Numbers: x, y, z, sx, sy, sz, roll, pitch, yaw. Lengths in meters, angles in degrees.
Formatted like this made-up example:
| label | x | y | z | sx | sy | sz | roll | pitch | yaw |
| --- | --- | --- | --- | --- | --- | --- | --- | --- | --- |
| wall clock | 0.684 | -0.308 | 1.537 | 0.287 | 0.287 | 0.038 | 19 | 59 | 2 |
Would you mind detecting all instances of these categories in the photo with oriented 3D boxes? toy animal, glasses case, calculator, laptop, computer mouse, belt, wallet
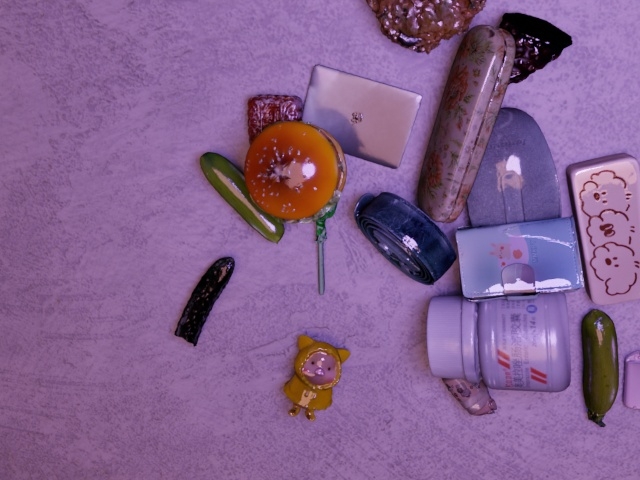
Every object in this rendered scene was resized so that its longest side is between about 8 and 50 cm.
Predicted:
| label | x | y | z | sx | sy | sz | roll | pitch | yaw |
| --- | --- | --- | --- | --- | --- | --- | --- | --- | --- |
| toy animal | -0.019 | 0.383 | 1.535 | 0.156 | 0.156 | 0.229 | 21 | 101 | 5 |
| glasses case | 0.664 | -0.022 | 1.280 | 0.144 | 0.076 | 0.336 | -13 | 105 | 16 |
| calculator | 0.811 | 0.353 | 1.395 | 0.100 | 0.032 | 0.174 | -2 | 108 | 13 |
| laptop | 0.089 | -0.296 | 1.346 | 0.269 | 0.015 | 0.187 | 18 | 111 | 6 |
| computer mouse | 0.433 | -0.112 | 1.280 | 0.203 | 0.114 | 0.373 | -11 | 106 | 15 |
| belt | 0.195 | -0.014 | 1.317 | 0.267 | 0.206 | 0.116 | 43 | 78 | 1 |
| glasses case | 0.303 | -0.239 | 1.204 | 0.098 | 0.156 | 0.425 | 6 | 116 | -14 |
| wallet | 0.432 | 0.043 | 1.229 | 0.251 | 0.075 | 0.176 | -6 | 77 | 15 |

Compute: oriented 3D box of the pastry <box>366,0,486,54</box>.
| label | x | y | z | sx | sy | sz | roll | pitch | yaw |
| --- | --- | --- | --- | --- | --- | --- | --- | --- | --- |
| pastry | 0.213 | -0.528 | 1.148 | 0.275 | 0.193 | 0.274 | 4 | 110 | 10 |

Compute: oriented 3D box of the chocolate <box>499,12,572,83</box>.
| label | x | y | z | sx | sy | sz | roll | pitch | yaw |
| --- | --- | --- | --- | --- | --- | --- | --- | --- | --- |
| chocolate | 0.427 | -0.395 | 1.195 | 0.156 | 0.156 | 0.133 | 24 | 133 | 3 |

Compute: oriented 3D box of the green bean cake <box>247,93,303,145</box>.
| label | x | y | z | sx | sy | sz | roll | pitch | yaw |
| --- | --- | --- | --- | --- | --- | --- | --- | --- | --- |
| green bean cake | -0.111 | -0.287 | 1.365 | 0.136 | 0.056 | 0.135 | 6 | 107 | 17 |

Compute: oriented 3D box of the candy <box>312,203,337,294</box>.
| label | x | y | z | sx | sy | sz | roll | pitch | yaw |
| --- | --- | --- | --- | --- | --- | --- | --- | --- | --- |
| candy | 0.002 | 0.001 | 1.440 | 0.097 | 0.097 | 0.323 | 4 | 117 | 11 |

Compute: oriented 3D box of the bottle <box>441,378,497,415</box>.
| label | x | y | z | sx | sy | sz | roll | pitch | yaw |
| --- | --- | --- | --- | --- | --- | --- | --- | --- | --- |
| bottle | 0.392 | 0.397 | 1.466 | 0.099 | 0.099 | 0.152 | -34 | 97 | 20 |

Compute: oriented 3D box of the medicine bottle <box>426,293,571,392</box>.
| label | x | y | z | sx | sy | sz | roll | pitch | yaw |
| --- | --- | --- | --- | --- | --- | --- | --- | --- | --- |
| medicine bottle | 0.421 | 0.230 | 1.326 | 0.307 | 0.245 | 0.244 | -3 | 107 | 22 |

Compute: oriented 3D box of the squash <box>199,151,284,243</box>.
| label | x | y | z | sx | sy | sz | roll | pitch | yaw |
| --- | --- | --- | --- | --- | --- | --- | --- | --- | --- |
| squash | -0.197 | -0.111 | 1.433 | 0.082 | 0.082 | 0.292 | -40 | 97 | 21 |

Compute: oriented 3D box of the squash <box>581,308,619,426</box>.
| label | x | y | z | sx | sy | sz | roll | pitch | yaw |
| --- | --- | --- | --- | --- | --- | --- | --- | --- | --- |
| squash | 0.692 | 0.325 | 1.386 | 0.087 | 0.087 | 0.331 | -4 | 108 | 13 |

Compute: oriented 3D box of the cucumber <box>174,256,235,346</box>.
| label | x | y | z | sx | sy | sz | roll | pitch | yaw |
| --- | --- | --- | --- | --- | --- | --- | --- | --- | --- |
| cucumber | -0.321 | 0.162 | 1.555 | 0.081 | 0.072 | 0.303 | 30 | 111 | 4 |

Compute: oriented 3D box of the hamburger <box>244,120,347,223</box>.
| label | x | y | z | sx | sy | sz | roll | pitch | yaw |
| --- | --- | --- | --- | --- | --- | --- | --- | --- | --- |
| hamburger | -0.061 | -0.152 | 1.263 | 0.246 | 0.170 | 0.245 | 2 | 99 | 15 |
